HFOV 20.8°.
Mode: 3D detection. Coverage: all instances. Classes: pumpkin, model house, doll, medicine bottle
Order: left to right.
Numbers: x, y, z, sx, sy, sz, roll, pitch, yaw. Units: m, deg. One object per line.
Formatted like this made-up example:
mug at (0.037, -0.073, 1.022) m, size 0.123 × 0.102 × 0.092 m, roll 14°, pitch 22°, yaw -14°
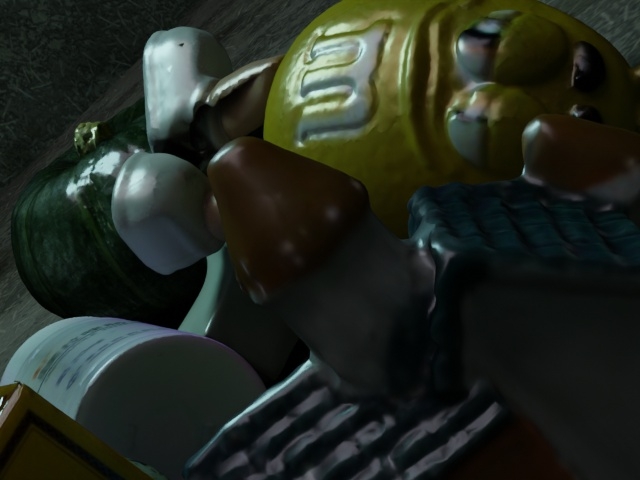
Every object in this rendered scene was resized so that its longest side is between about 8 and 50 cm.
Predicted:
medicine bottle at (-0.144, 0.135, 1.300) m, size 0.152 × 0.152 × 0.254 m, roll -44°, pitch 17°, yaw -16°
pumpkin at (-0.184, -0.038, 1.785) m, size 0.300 × 0.207 × 0.300 m, roll -36°, pitch 14°, yaw 10°
doll at (0.030, -0.106, 1.323) m, size 0.423 × 0.348 × 0.161 m, roll -35°, pitch -29°, yaw 16°
model house at (0.062, 0.061, 0.725) m, size 0.271 × 0.301 × 0.190 m, roll -38°, pitch 14°, yaw 10°

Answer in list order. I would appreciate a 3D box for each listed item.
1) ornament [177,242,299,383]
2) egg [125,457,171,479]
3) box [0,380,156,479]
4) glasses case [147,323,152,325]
ornament at (-0.014, -0.006, 1.445) m, size 0.285 × 0.130 × 0.120 m, roll -44°, pitch 16°, yaw -14°
egg at (-0.139, 0.219, 1.081) m, size 0.132 × 0.132 × 0.172 m, roll -18°, pitch 54°, yaw 54°
box at (-0.161, 0.245, 0.836) m, size 0.084 × 0.193 × 0.301 m, roll -19°, pitch 37°, yaw 55°
glasses case at (-0.174, 0.099, 1.729) m, size 0.032 × 0.021 × 0.083 m, roll -43°, pitch 15°, yaw -13°
